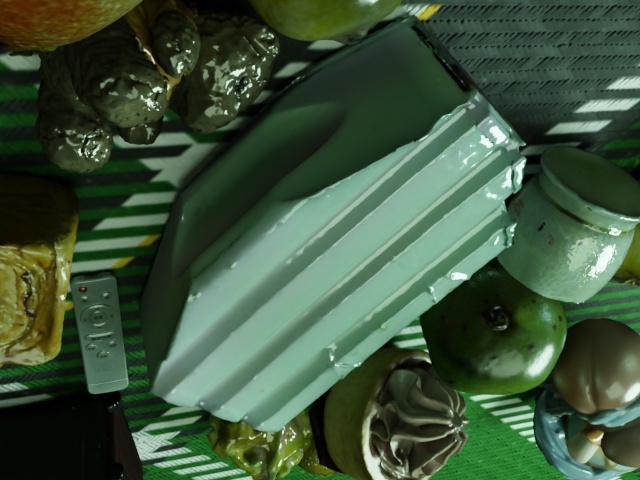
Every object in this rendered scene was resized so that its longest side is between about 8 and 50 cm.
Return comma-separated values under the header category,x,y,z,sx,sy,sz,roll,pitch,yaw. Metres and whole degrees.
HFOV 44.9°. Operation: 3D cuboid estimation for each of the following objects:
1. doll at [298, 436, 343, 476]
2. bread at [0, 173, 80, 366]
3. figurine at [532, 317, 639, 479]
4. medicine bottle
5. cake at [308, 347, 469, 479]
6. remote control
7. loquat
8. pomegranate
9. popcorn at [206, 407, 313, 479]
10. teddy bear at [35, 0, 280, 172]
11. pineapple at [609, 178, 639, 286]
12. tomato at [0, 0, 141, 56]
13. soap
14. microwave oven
category,x,y,z,sx,sy,sz,roll,pitch,yaw
doll,0.056,0.288,1.163,0.209,0.097,0.137,-36,130,6
bread,-0.306,0.022,0.708,0.158,0.143,0.149,7,123,-28
figurine,0.450,0.223,1.119,0.277,0.248,0.388,-23,167,-7
medicine bottle,0.296,-0.021,0.917,0.147,0.147,0.143,3,128,-25
cake,0.113,0.249,1.034,0.207,0.178,0.185,-50,121,-19
remote control,-0.256,0.108,0.901,0.050,0.027,0.184,-8,130,-17
loquat,0.001,-0.240,0.581,0.152,0.152,0.195,-20,125,-3
pomegranate,0.219,0.116,1.013,0.187,0.187,0.225,-20,165,-3
popcorn,-0.080,0.258,1.061,0.145,0.126,0.125,27,93,-22
teddy bear,-0.130,-0.142,0.642,0.190,0.140,0.177,-5,167,-31
pineapple,0.487,-0.025,0.986,0.161,0.158,0.334,13,125,-33
tomato,-0.160,-0.259,0.386,0.239,0.303,0.303,-30,137,10
soap,0.000,0.000,0.805,0.446,0.156,0.261,-41,134,19
microwave oven,-0.346,0.310,0.949,0.248,0.188,0.178,-11,130,-7
